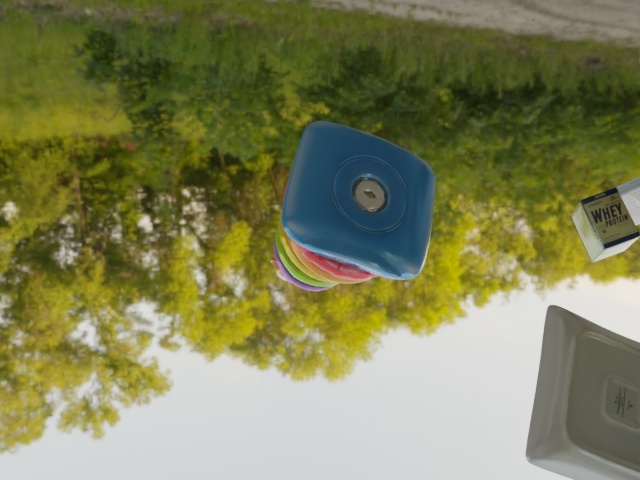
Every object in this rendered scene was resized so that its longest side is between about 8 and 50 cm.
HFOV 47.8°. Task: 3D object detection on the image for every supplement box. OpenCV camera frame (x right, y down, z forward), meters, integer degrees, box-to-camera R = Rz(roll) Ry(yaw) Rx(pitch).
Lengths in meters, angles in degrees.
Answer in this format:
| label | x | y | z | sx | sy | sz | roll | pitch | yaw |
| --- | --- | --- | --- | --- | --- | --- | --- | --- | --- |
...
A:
| label | x | y | z | sx | sy | sz | roll | pitch | yaw |
| --- | --- | --- | --- | --- | --- | --- | --- | --- | --- |
| supplement box | 0.427 | -0.022 | 1.088 | 0.056 | 0.083 | 0.083 | -20 | 162 | 1 |

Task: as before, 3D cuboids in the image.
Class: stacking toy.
| label | x | y | z | sx | sy | sz | roll | pitch | yaw |
| --- | --- | --- | --- | --- | --- | --- | --- | --- | --- |
| stacking toy | 0.000 | 0.000 | 0.916 | 0.175 | 0.165 | 0.302 | 20 | 154 | -15 |

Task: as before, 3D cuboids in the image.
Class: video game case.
| label | x | y | z | sx | sy | sz | roll | pitch | yaw |
| --- | --- | --- | --- | --- | --- | --- | --- | --- | --- |
| video game case | 0.632 | -0.087 | 1.362 | 0.206 | 0.026 | 0.227 | -28 | 155 | 33 |

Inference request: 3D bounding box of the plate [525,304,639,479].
| label | x | y | z | sx | sy | sz | roll | pitch | yaw |
| --- | --- | --- | --- | --- | --- | --- | --- | --- | --- |
| plate | 0.479 | 0.266 | 1.169 | 0.278 | 0.277 | 0.045 | 23 | 151 | -9 |
